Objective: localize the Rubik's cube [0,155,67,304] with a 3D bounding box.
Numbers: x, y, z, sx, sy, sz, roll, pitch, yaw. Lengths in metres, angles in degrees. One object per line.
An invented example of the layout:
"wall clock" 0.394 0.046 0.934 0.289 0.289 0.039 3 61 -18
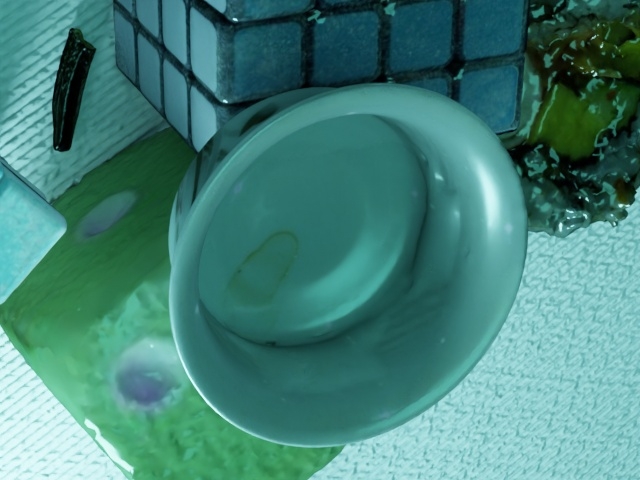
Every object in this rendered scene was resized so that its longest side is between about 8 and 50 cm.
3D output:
"Rubik's cube" -0.486 -0.027 1.560 0.316 0.319 0.322 -49 119 -5

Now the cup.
"cup" 0.000 0.000 1.497 0.347 0.163 0.347 -11 117 -22

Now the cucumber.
"cucumber" -0.274 -0.162 1.774 0.034 0.033 0.135 21 100 14

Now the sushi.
"sushi" 0.284 -0.194 1.928 0.417 0.176 0.418 -7 108 -22

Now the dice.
"dice" -0.134 0.089 1.749 0.318 0.322 0.330 -40 116 -8

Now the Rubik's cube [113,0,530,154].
"Rubik's cube" -0.011 -0.291 1.651 0.344 0.344 0.337 -14 121 -24
